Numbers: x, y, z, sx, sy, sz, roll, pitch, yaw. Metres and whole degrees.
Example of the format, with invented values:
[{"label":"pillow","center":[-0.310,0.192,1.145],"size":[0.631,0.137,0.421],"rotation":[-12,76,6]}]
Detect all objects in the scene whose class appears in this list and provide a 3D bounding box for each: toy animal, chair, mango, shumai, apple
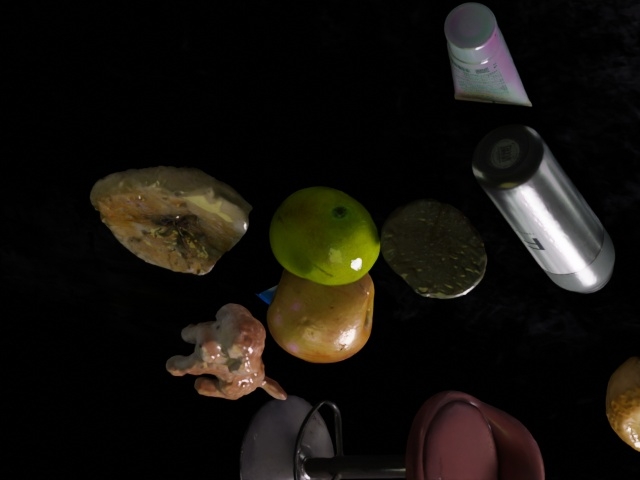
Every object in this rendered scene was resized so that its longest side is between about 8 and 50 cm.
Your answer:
[{"label":"toy animal","center":[-0.099,0.161,2.277],"size":[0.183,0.104,0.185],"rotation":[24,150,-14]},{"label":"chair","center":[0.102,0.326,2.367],"size":[0.401,0.227,0.226],"rotation":[-7,148,38]},{"label":"mango","center":[-0.003,-0.005,1.851],"size":[0.163,0.089,0.117],"rotation":[0,130,50]},{"label":"shumai","center":[0.130,0.009,1.831],"size":[0.124,0.099,0.087],"rotation":[45,-176,7]},{"label":"apple","center":[0.006,0.081,1.981],"size":[0.146,0.147,0.146],"rotation":[13,156,6]}]

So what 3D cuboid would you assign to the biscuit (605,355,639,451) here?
[{"label":"biscuit","center":[0.496,0.241,2.096],"size":[0.274,0.091,0.213],"rotation":[12,154,3]}]

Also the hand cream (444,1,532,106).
[{"label":"hand cream","center":[0.147,-0.160,1.502],"size":[0.076,0.047,0.174],"rotation":[8,163,16]}]

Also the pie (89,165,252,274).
[{"label":"pie","center":[-0.186,-0.032,1.966],"size":[0.185,0.052,0.218],"rotation":[26,152,-10]}]

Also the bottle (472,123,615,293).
[{"label":"bottle","center":[0.231,-0.030,1.689],"size":[0.096,0.079,0.254],"rotation":[46,180,42]}]

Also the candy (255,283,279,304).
[{"label":"candy","center":[-0.011,0.078,2.120],"size":[0.136,0.038,0.088],"rotation":[-20,125,42]}]
